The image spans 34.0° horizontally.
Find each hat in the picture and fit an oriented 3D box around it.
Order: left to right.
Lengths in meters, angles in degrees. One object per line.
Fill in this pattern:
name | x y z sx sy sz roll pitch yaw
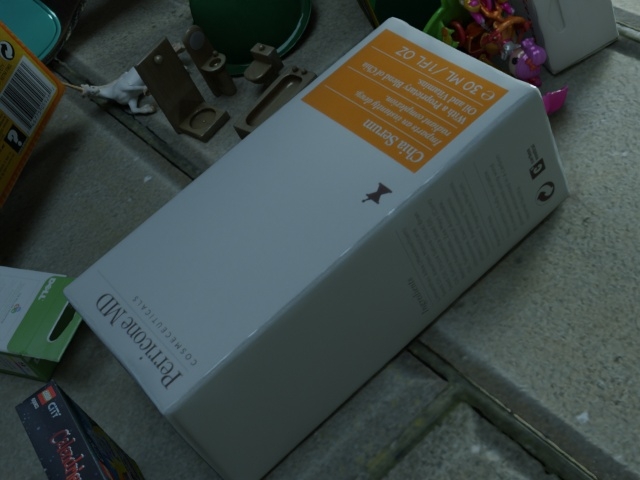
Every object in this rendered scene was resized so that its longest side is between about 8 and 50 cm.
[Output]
hat | -0.138 -0.332 1.369 0.208 0.183 0.173 -24 60 10

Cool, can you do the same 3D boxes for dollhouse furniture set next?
dollhouse furniture set | -0.114 -0.206 1.312 0.151 0.123 0.144 25 66 40

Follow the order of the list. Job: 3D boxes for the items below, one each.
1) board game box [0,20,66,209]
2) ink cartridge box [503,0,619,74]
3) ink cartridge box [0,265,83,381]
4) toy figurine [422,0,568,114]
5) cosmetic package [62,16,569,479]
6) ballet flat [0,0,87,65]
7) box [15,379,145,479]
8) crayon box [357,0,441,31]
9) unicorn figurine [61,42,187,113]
board game box | -0.619 -0.148 1.312 0.356 0.356 0.356 -10 47 34
ink cartridge box | 0.242 -0.320 1.208 0.093 0.160 0.219 -28 45 2
ink cartridge box | -0.337 0.094 1.202 0.209 0.062 0.109 5 55 31
toy figurine | 0.203 -0.200 1.138 0.130 0.173 0.159 -28 55 -23
cosmetic package | 0.000 0.000 1.047 0.453 0.161 0.230 -42 46 -11
ballet flat | -0.426 -0.389 1.598 0.483 0.164 0.182 -48 18 5
box | -0.175 0.245 0.919 0.044 0.159 0.233 -37 45 -7
crayon box | 0.047 -0.424 1.288 0.106 0.313 0.363 -25 45 5
unicorn figurine | -0.259 -0.220 1.453 0.111 0.060 0.162 21 47 39
